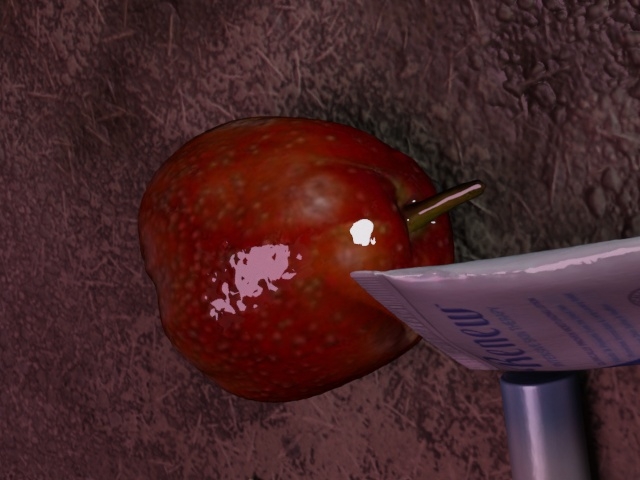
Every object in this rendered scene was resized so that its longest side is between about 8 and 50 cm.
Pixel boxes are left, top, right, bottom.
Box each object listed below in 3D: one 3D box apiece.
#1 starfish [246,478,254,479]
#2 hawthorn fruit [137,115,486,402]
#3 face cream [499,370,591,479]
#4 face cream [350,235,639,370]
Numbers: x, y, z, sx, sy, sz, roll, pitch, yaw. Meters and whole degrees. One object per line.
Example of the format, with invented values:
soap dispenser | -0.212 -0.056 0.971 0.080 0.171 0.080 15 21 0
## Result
starfish | -0.062 0.399 1.847 0.138 0.050 0.247 -41 73 42
hawthorn fruit | 0.000 0.000 1.539 0.369 0.285 0.284 -19 90 35
face cream | 0.224 0.246 1.537 0.077 0.077 0.250 1 104 40
face cream | 0.261 0.049 1.361 0.420 0.235 0.137 -8 63 32
